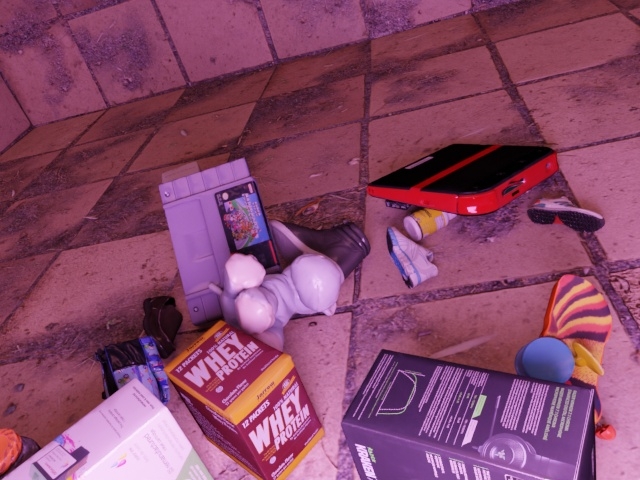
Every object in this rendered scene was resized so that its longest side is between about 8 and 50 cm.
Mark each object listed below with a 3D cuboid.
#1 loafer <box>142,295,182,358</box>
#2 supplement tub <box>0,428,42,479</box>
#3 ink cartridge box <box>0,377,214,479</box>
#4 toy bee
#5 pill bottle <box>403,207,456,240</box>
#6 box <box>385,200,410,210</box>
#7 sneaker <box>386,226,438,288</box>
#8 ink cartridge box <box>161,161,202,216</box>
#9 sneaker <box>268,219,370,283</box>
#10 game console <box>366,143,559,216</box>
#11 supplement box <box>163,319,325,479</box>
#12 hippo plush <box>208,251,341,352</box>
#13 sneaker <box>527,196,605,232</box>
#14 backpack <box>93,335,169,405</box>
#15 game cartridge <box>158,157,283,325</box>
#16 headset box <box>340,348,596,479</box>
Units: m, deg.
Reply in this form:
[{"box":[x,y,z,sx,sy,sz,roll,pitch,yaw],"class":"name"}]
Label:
[{"box":[-0.355,0.182,1.299,0.078,0.080,0.220,-25,33,-9],"class":"loafer"},{"box":[-0.490,0.404,0.933,0.117,0.190,0.117,-14,33,9],"class":"supplement tub"},{"box":[-0.332,0.385,0.869,0.278,0.201,0.117,-38,37,-27],"class":"ink cartridge box"},{"box":[0.366,0.212,0.846,0.162,0.298,0.195,28,12,16],"class":"toy bee"},{"box":[0.261,-0.051,1.348,0.116,0.065,0.065,-27,33,-14],"class":"pill bottle"},{"box":[0.221,-0.113,1.504,0.067,0.018,0.083,16,46,43],"class":"box"},{"box":[0.203,0.031,1.264,0.083,0.071,0.190,-15,40,-6],"class":"sneaker"},{"box":[-0.340,-0.070,1.559,0.115,0.198,0.273,-22,33,-5],"class":"ink cartridge box"},{"box":[0.000,0.000,1.378,0.147,0.104,0.296,-34,41,-26],"class":"sneaker"},{"box":[0.360,-0.162,1.419,0.387,0.060,0.342,-27,26,-36],"class":"game console"},{"box":[-0.124,0.268,0.946,0.191,0.194,0.129,16,47,43],"class":"supplement box"},{"box":[-0.071,0.140,1.158,0.237,0.234,0.294,-11,-14,-21],"class":"hippo plush"},{"box":[0.538,-0.067,1.235,0.161,0.057,0.075,12,49,43],"class":"sneaker"},{"box":[-0.344,0.289,1.073,0.117,0.158,0.173,-14,42,-27],"class":"backpack"},{"box":[-0.229,-0.003,1.332,0.230,0.068,0.354,-19,75,5],"class":"game cartridge"},{"box":[0.201,0.286,0.707,0.283,0.246,0.131,5,39,31],"class":"headset box"}]
